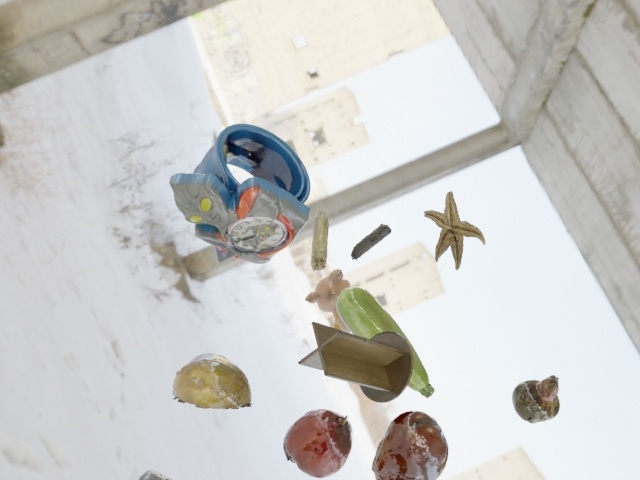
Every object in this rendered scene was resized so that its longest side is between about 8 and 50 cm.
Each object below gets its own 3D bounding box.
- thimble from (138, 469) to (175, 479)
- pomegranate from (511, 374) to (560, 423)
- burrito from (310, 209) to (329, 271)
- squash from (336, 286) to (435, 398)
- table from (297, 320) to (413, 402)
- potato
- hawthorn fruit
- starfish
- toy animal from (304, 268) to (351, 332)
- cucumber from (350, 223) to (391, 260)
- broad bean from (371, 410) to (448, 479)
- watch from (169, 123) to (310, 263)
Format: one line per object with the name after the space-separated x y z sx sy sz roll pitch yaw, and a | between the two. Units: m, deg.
-0.400 0.683 1.606 0.172 0.205 0.236 22 -5 3 | thimble
0.623 0.454 1.884 0.163 0.138 0.126 136 -39 -60 | pomegranate
-0.001 0.000 1.992 0.045 0.058 0.188 22 68 -55 | burrito
0.183 0.278 1.827 0.370 0.118 0.118 48 -3 0 | squash
0.073 0.262 1.484 0.226 0.167 0.167 23 29 -40 | table
-0.277 0.323 1.552 0.138 0.243 0.098 0 94 -50 | potato
0.013 0.569 1.917 0.189 0.251 0.190 34 28 -21 | hawthorn fruit
0.393 -0.026 1.954 0.240 0.043 0.227 26 -59 50 | starfish
0.082 0.235 2.376 0.248 0.165 0.149 43 -10 -3 | toy animal
0.168 0.005 2.251 0.053 0.181 0.053 42 19 -18 | cucumber
0.189 0.461 1.411 0.122 0.156 0.229 51 -43 49 | broad bean
-0.184 -0.121 1.444 0.305 0.241 0.275 24 45 -29 | watch
